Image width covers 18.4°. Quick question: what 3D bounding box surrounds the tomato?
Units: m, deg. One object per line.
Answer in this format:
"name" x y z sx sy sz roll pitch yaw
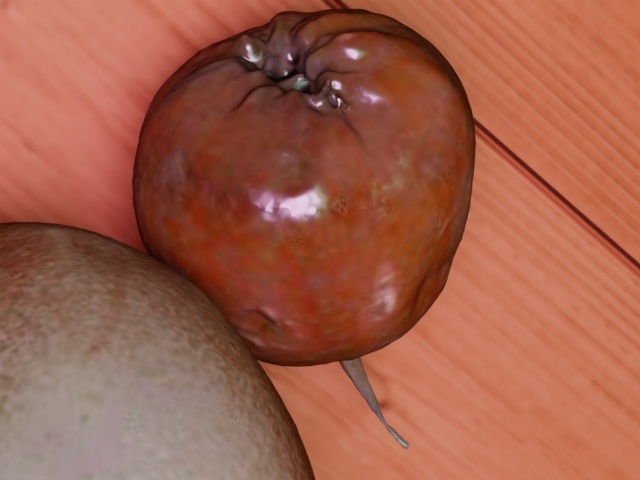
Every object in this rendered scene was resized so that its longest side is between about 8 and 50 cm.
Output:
"tomato" -0.134 0.147 0.729 0.303 0.239 0.304 -2 94 -24

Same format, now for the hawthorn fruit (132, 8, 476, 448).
"hawthorn fruit" -0.013 -0.009 0.825 0.149 0.149 0.189 2 126 -22
